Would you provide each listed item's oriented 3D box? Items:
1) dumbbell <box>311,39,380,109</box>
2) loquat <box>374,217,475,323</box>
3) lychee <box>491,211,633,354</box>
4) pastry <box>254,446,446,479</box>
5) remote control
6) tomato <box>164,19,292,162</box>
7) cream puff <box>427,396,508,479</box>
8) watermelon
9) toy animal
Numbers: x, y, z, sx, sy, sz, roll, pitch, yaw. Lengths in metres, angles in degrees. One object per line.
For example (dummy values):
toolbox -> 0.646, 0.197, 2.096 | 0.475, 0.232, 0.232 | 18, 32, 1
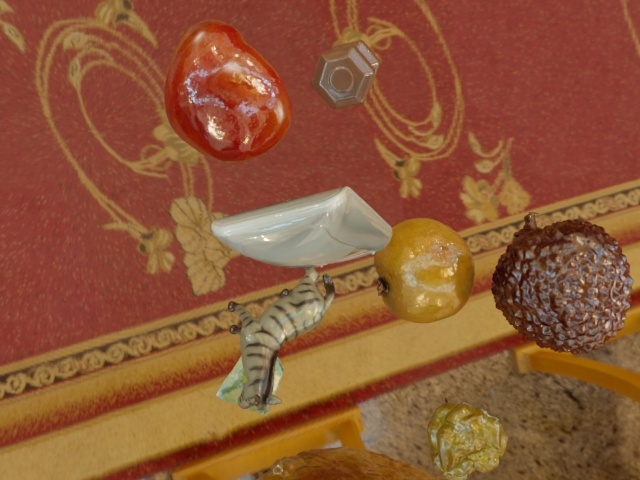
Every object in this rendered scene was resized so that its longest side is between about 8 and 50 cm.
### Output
dumbbell -> 0.042, -0.255, 1.108 | 0.082, 0.231, 0.092 | -41, 98, 17
loquat -> 0.201, 0.062, 1.434 | 0.207, 0.208, 0.208 | -3, 99, -17
lychee -> 0.451, 0.075, 1.390 | 0.264, 0.264, 0.300 | -11, 60, -16
pastry -> 0.040, 0.322, 0.720 | 0.329, 0.330, 0.137 | 1, 114, -18
remote control -> 0.000, -0.001, 0.648 | 0.103, 0.293, 0.051 | -13, 84, 11
tomato -> -0.197, -0.284, 1.474 | 0.226, 0.298, 0.299 | -44, 108, -9
cream puff -> 0.268, 0.382, 1.370 | 0.156, 0.121, 0.156 | -5, 73, 15
watermelon -> -0.128, 0.265, 1.298 | 0.097, 0.158, 0.121 | 35, 45, -1
toy animal -> -0.057, 0.128, 1.035 | 0.217, 0.176, 0.073 | -38, 132, -12
